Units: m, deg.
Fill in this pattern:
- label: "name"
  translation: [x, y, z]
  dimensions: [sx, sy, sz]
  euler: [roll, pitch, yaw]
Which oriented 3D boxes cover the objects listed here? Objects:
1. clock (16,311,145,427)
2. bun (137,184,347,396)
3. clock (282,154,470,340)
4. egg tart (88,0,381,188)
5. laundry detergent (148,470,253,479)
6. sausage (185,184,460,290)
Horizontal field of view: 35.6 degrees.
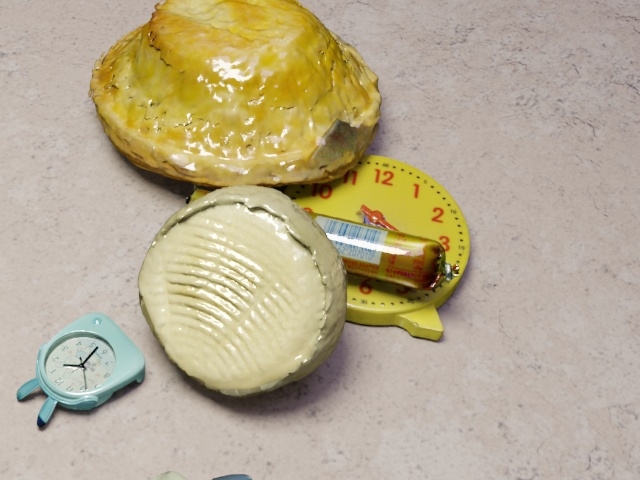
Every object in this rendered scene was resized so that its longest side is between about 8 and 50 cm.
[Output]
- label: "clock"
  translation: [-0.294, 0.159, 1.205]
  dimensions: [0.147, 0.045, 0.108]
  euler: [-34, 64, -29]
- label: "bun"
  translation: [-0.082, 0.057, 1.217]
  dimensions: [0.259, 0.259, 0.152]
  euler: [25, 11, 10]
- label: "clock"
  translation: [0.072, -0.011, 1.386]
  dimensions: [0.277, 0.071, 0.293]
  euler: [7, 51, -5]
- label: "egg tart"
  translation: [-0.117, -0.251, 1.450]
  dimensions: [0.443, 0.178, 0.443]
  euler: [3, 43, -3]
- label: "laundry detergent"
  translation: [-0.075, 0.337, 1.073]
  dimensions: [0.289, 0.094, 0.143]
  euler: [29, 57, 12]
- label: "sausage"
  translation: [0.000, 0.000, 1.298]
  dimensions: [0.371, 0.082, 0.082]
  euler: [12, 51, 11]
